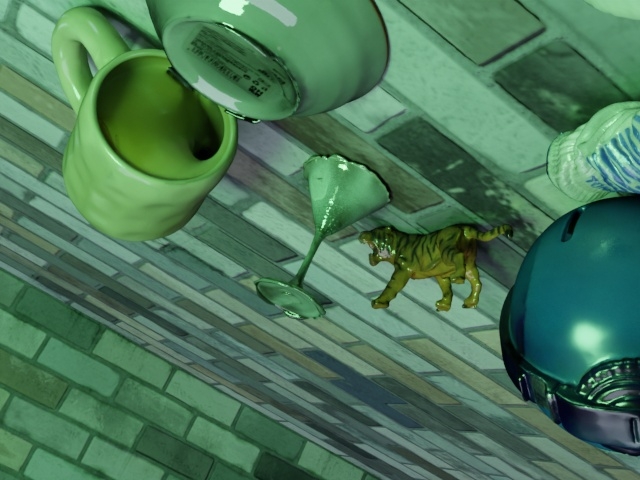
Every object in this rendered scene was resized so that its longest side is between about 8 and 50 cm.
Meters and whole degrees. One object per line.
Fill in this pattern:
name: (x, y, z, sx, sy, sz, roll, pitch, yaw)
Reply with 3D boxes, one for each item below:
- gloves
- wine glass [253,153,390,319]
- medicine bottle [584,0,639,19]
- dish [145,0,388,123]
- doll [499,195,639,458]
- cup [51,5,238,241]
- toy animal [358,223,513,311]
gloves: (0.278, -0.082, 0.621, 0.119, 0.097, 0.229, 2, 163, -26)
wine glass: (0.000, 0.000, 0.955, 0.122, 0.182, 0.122, 20, 157, 9)
medicine bottle: (0.087, -0.266, 0.244, 0.211, 0.211, 0.371, 0, 147, 46)
dish: (-0.071, -0.185, 0.750, 0.260, 0.085, 0.260, 21, 157, 9)
doll: (0.315, 0.080, 0.697, 0.310, 0.284, 0.240, 0, 120, 33)
cup: (-0.234, -0.124, 0.908, 0.255, 0.173, 0.202, 36, 151, -10)
toy animal: (0.159, 0.016, 0.965, 0.114, 0.116, 0.255, 11, 161, -30)
